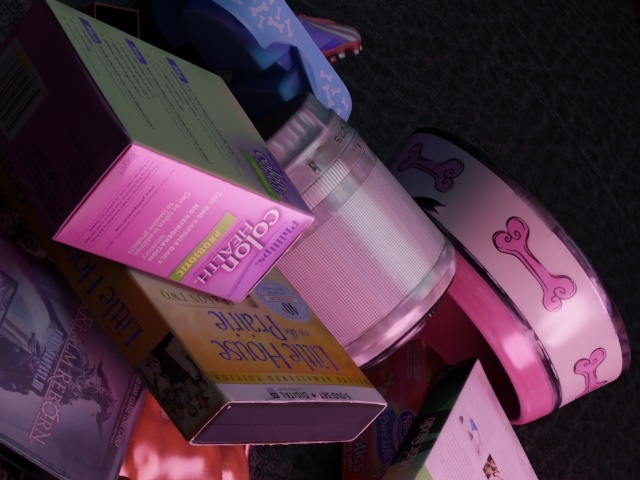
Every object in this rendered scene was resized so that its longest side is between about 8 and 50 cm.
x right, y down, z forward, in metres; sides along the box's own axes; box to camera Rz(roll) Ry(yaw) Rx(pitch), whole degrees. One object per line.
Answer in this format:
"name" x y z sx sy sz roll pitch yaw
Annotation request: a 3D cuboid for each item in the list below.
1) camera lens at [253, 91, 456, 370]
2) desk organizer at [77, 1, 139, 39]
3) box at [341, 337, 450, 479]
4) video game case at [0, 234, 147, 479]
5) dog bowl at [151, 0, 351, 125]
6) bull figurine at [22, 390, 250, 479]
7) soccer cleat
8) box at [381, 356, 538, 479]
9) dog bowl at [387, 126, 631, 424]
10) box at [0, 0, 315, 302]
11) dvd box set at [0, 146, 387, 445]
"camera lens" 0.000 0.000 1.965 0.274 0.219 0.219 49 31 -11
"desk organizer" -0.227 -0.196 1.891 0.047 0.050 0.130 34 44 -51
"box" 0.107 0.267 2.142 0.128 0.122 0.257 42 38 -43
"video game case" -0.273 0.090 1.510 0.274 0.026 0.196 35 41 -19
"dog bowl" -0.071 -0.209 2.055 0.074 0.166 0.297 -54 127 -24
"bull figurine" -0.165 0.182 1.683 0.310 0.101 0.188 33 60 -56
"soccer cleat" -0.018 -0.269 2.318 0.095 0.083 0.248 65 29 -2
"box" 0.170 0.311 2.033 0.232 0.058 0.322 63 27 -14
"dog bowl" 0.196 0.060 2.220 0.408 0.150 0.408 46 -14 15
"box" -0.161 -0.080 1.588 0.243 0.117 0.213 20 27 -48
"dvd box set" -0.144 0.021 1.685 0.420 0.062 0.307 51 19 24
